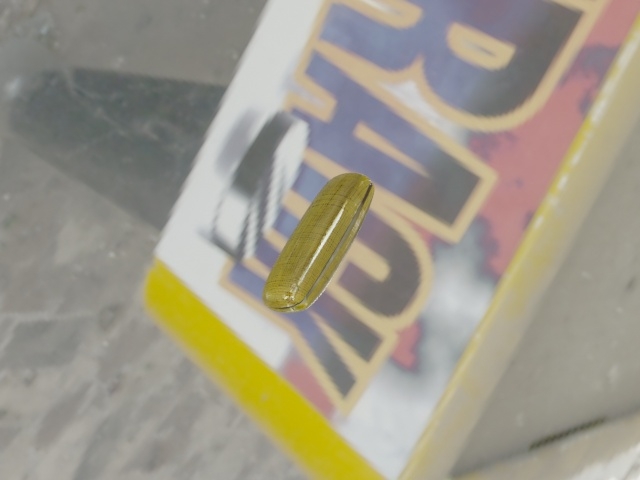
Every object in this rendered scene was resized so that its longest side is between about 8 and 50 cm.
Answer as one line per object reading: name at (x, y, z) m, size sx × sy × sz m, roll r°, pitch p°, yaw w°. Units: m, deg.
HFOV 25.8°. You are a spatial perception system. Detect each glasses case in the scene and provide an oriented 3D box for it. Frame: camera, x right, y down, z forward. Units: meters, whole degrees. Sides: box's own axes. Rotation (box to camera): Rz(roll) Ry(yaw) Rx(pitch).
glasses case at (0.000, 0.000, 1.815) m, size 0.064 × 0.079 × 0.234 m, roll 53°, pitch 50°, yaw -30°
